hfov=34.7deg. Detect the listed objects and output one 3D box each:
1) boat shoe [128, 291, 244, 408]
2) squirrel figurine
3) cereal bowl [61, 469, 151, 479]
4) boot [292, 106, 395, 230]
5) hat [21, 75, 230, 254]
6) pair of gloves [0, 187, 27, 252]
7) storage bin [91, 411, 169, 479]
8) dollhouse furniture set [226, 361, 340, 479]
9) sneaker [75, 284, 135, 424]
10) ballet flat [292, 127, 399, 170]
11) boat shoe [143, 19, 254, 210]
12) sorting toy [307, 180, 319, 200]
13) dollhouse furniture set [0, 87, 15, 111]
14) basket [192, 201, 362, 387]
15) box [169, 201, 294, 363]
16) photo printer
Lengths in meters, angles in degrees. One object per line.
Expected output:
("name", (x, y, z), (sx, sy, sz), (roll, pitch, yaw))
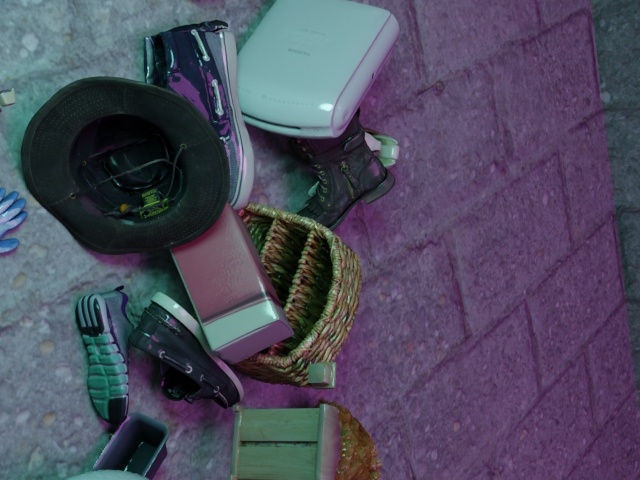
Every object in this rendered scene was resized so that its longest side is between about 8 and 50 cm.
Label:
("boat shoe", (-0.234, 0.222, 1.770), (0.113, 0.127, 0.340), (-49, 151, -18))
("squirrel figurine", (0.053, 0.526, 2.061), (0.370, 0.281, 0.396), (-4, 98, -58))
("cereal bowl", (-0.368, 0.498, 1.579), (0.339, 0.141, 0.338), (-16, 118, -32))
("boot", (0.002, -0.141, 1.994), (0.263, 0.091, 0.229), (-33, 129, 7))
("hat", (-0.302, -0.140, 1.627), (0.134, 0.331, 0.331), (-100, 163, -53))
("pair of gloves", (-0.509, -0.055, 1.494), (0.159, 0.023, 0.198), (-49, 128, -38))
("storage bin", (-0.318, 0.371, 1.723), (0.091, 0.098, 0.135), (88, 27, -55))
("dollhouse furniture set", (-0.086, 0.411, 1.874), (0.174, 0.303, 0.355), (30, 61, -56))
("sneaker", (-0.332, 0.188, 1.691), (0.098, 0.083, 0.223), (-23, 109, -54))
("ballet flat", (0.088, -0.195, 2.160), (0.342, 0.124, 0.116), (12, 82, -52))
("boat shoe", (-0.222, -0.212, 1.785), (0.158, 0.127, 0.340), (-11, 93, -44))
("sorting toy", (0.002, -0.111, 2.106), (0.075, 0.045, 0.083), (-40, 169, -13))
("dollhouse furniture set", (-0.510, -0.212, 1.446), (0.114, 0.091, 0.081), (-23, 95, -46))
("basket", (-0.070, 0.102, 1.908), (0.223, 0.214, 0.299), (44, 59, -45))
("box", (-0.156, 0.074, 1.751), (0.232, 0.127, 0.148), (64, 1, 17))
("photo printer", (-0.027, -0.322, 1.909), (0.307, 0.256, 0.107), (-59, 154, -29))
